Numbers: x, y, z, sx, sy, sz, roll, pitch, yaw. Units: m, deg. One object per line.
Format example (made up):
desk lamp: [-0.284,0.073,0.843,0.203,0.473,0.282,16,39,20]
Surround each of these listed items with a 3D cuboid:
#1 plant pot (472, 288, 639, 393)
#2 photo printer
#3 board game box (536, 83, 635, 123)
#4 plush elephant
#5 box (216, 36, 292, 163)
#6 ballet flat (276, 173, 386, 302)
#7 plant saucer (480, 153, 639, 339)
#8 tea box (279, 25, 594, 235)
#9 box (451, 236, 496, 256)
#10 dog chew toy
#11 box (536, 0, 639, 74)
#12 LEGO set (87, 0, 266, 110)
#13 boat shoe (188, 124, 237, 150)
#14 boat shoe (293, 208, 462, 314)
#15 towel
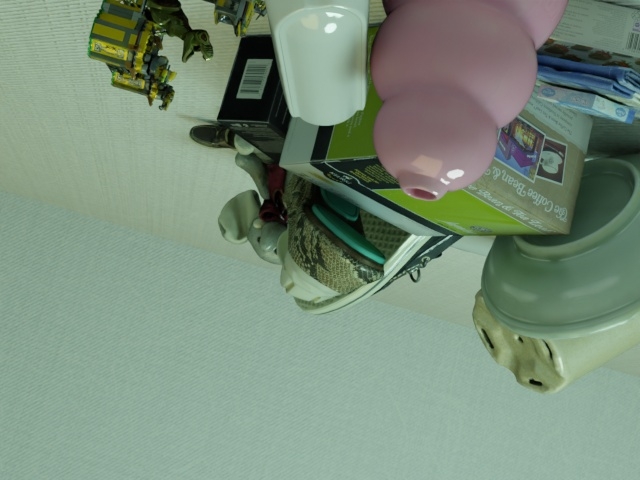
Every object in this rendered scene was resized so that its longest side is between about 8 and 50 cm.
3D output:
plant pot: [0.456,0.106,1.758,0.334,0.305,0.334,45,156,27]
photo printer: [-0.008,-0.291,1.033,0.107,0.256,0.307,-6,167,1]
board game box: [0.341,-0.176,1.251,0.090,0.020,0.090,12,-171,-40]
plush elephant: [-0.074,-0.061,2.026,0.272,0.255,0.330,21,175,4]
box: [-0.055,-0.223,1.608,0.108,0.153,0.207,7,165,33]
ballet flat: [0.000,0.000,1.626,0.164,0.182,0.483,34,-165,-17]
plant saucer: [0.413,-0.024,1.512,0.400,0.400,0.100,-1,133,51]
tea box: [0.177,-0.157,1.466,0.329,0.220,0.323,25,165,-39]
box: [0.325,-0.049,1.999,0.181,0.119,0.182,16,168,-4]
dog chew toy: [0.145,-0.203,1.034,0.206,0.332,0.206,14,167,3]
box: [0.264,-0.273,1.212,0.324,0.067,0.063,13,168,6]
LEGO set: [-0.162,-0.286,1.254,0.192,0.255,0.331,16,171,-5]
boat shoe: [-0.199,-0.219,2.045,0.152,0.056,0.049,7,164,-9]
boat shoe: [0.148,-0.013,1.807,0.500,0.187,0.156,-39,145,25]
towel: [0.370,-0.198,1.274,0.285,0.034,0.209,9,-170,-46]
